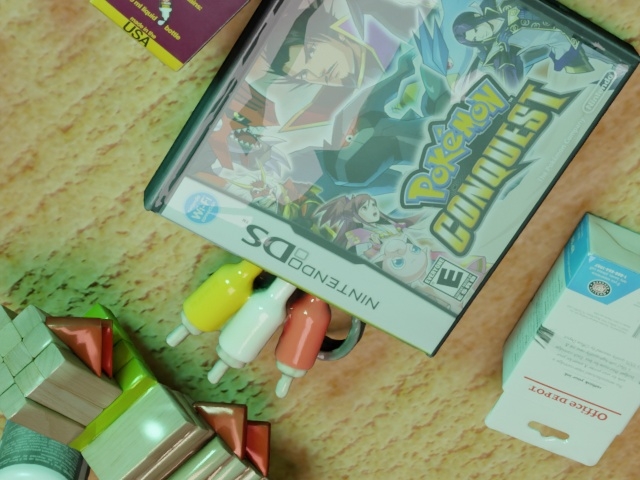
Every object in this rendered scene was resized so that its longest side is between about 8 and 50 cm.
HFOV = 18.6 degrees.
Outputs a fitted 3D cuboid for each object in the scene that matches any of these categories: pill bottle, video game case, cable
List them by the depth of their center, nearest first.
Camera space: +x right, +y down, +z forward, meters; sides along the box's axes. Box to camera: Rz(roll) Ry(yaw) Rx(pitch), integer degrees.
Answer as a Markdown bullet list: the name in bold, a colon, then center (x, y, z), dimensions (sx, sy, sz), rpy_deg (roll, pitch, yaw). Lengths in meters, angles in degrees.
- **video game case**: center (0.048, -0.080, 1.387), dimensions (0.248, 0.035, 0.275), rpy_deg (28, 110, -16)
- **cable**: center (0.000, 0.000, 1.457), dimensions (0.139, 0.072, 0.287), rpy_deg (25, 123, -8)
- **pill bottle**: center (-0.226, 0.191, 1.567), dimensions (0.078, 0.137, 0.078), rpy_deg (2, 124, 4)

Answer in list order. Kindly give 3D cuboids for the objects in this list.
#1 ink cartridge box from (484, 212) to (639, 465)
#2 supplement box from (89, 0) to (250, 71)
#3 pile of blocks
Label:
- **ink cartridge box**: center (0.207, 0.078, 1.500), dimensions (0.104, 0.060, 0.180), rpy_deg (22, 123, -11)
- **supplement box**: center (-0.059, -0.216, 1.298), dimensions (0.081, 0.104, 0.188), rpy_deg (38, 118, -19)
- **pile of blocks**: center (-0.120, 0.142, 1.544), dimensions (0.113, 0.149, 0.362), rpy_deg (-42, 122, 7)
